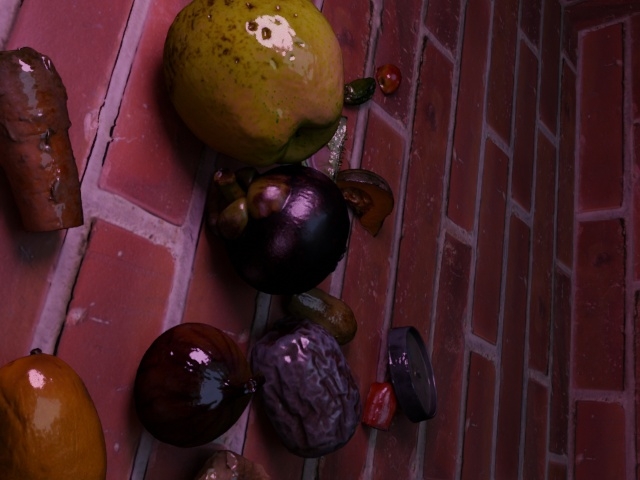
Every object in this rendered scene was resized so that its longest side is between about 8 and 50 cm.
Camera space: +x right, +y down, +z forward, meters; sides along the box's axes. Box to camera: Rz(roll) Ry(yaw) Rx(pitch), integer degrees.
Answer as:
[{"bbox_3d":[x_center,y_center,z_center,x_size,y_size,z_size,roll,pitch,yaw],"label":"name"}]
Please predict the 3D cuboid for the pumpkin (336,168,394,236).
[{"bbox_3d":[0.152,-0.129,1.815,0.278,0.163,0.111,42,55,-40],"label":"pumpkin"}]

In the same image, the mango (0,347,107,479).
[{"bbox_3d":[-0.436,0.350,1.048,0.187,0.144,0.358,-17,103,-38],"label":"mango"}]

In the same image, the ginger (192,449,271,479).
[{"bbox_3d":[-0.185,0.553,1.333,0.221,0.130,0.275,-12,95,-40],"label":"ginger"}]

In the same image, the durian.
[{"bbox_3d":[0.000,-0.221,1.704,0.137,0.095,0.220,10,76,-13],"label":"durian"}]

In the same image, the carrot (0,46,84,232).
[{"bbox_3d":[-0.478,-0.162,1.089,0.139,0.139,0.301,-22,111,-50],"label":"carrot"}]

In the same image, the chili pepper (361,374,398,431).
[{"bbox_3d":[0.175,0.430,1.818,0.086,0.084,0.192,53,50,-54],"label":"chili pepper"}]

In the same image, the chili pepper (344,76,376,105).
[{"bbox_3d":[0.097,-0.419,1.872,0.204,0.073,0.072,-29,120,-47],"label":"chili pepper"}]

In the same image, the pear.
[{"bbox_3d":[-0.118,-0.330,1.353,0.391,0.391,0.390,11,76,-49],"label":"pear"}]

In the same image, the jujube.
[{"bbox_3d":[-0.029,0.332,1.494,0.226,0.226,0.316,-30,102,-49],"label":"jujube"}]

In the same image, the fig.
[{"bbox_3d":[-0.238,0.275,1.258,0.235,0.214,0.234,-1,93,-26],"label":"fig"}]

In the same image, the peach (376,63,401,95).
[{"bbox_3d":[0.221,-0.502,2.036,0.098,0.061,0.098,12,72,-42],"label":"peach"}]

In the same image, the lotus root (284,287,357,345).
[{"bbox_3d":[0.009,0.189,1.647,0.258,0.097,0.110,35,61,-38],"label":"lotus root"}]

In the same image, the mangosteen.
[{"bbox_3d":[-0.094,-0.023,1.432,0.297,0.314,0.296,-178,-90,-88],"label":"mangosteen"}]

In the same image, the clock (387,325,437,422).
[{"bbox_3d":[0.267,0.378,1.887,0.280,0.056,0.280,51,30,-46],"label":"clock"}]
